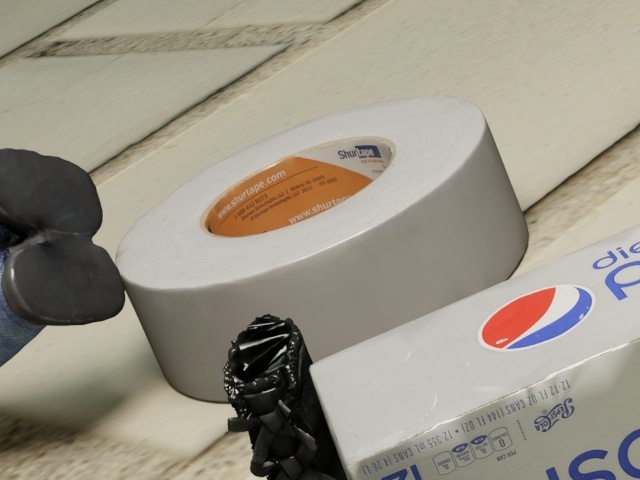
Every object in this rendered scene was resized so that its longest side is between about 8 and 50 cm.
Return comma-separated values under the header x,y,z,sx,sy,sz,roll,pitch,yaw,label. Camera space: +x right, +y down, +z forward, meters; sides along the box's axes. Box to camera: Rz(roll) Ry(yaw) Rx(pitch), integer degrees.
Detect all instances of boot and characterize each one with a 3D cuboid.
x,y,z,sx,sy,sz,roll,pitch,yaw,label
-0.007,0.077,0.832,0.045,0.099,0.121,-20,19,11,boot

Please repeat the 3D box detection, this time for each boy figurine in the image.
x,y,z,sx,sy,sz,roll,pitch,yaw,label
-0.236,0.063,1.065,0.285,0.177,0.092,-33,-22,33,boy figurine

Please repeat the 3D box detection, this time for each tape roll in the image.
x,y,z,sx,sy,sz,roll,pitch,yaw,label
0.000,0.000,1.062,0.219,0.072,0.219,-19,21,8,tape roll

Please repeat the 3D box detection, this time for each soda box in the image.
x,y,z,sx,sy,sz,roll,pitch,yaw,label
0.147,0.047,0.756,0.286,0.091,0.098,-24,21,-1,soda box
